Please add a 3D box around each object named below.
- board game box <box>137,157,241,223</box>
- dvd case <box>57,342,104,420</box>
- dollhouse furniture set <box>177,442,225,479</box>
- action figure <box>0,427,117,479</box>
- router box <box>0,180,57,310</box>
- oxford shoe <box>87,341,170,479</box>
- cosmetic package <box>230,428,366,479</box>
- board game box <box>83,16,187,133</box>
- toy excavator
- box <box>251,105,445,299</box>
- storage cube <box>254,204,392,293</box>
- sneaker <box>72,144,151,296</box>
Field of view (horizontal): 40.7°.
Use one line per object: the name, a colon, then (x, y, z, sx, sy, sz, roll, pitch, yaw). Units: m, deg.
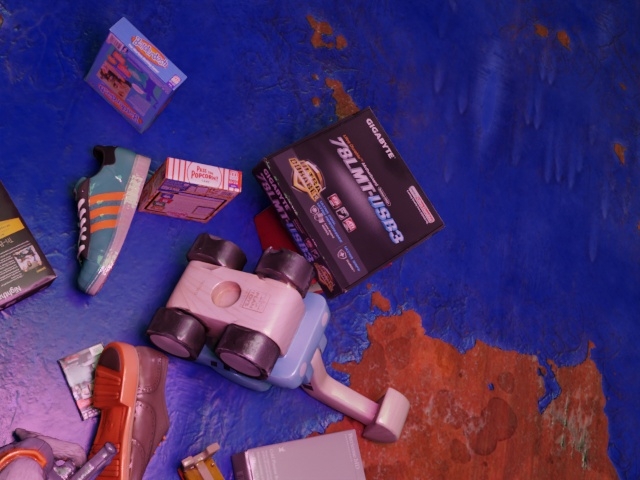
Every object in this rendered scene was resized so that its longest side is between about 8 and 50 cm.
board game box: (-0.255, -0.092, 1.661, 0.146, 0.193, 0.045, 10, 69, -26)
dvd case: (-0.414, 0.255, 1.568, 0.087, 0.013, 0.119, -22, 86, -32)
dollhouse furniture set: (-0.193, 0.582, 1.525, 0.201, 0.152, 0.374, -22, 68, -31)
action figure: (-0.492, 0.394, 1.293, 0.178, 0.330, 0.341, 49, 58, -8)
router box: (-0.651, 0.036, 1.475, 0.309, 0.081, 0.243, -30, 88, -32)
oxford shoe: (-0.325, 0.366, 1.517, 0.132, 0.130, 0.364, 14, 76, -43)
cosmetic package: (-0.040, 0.445, 1.653, 0.238, 0.107, 0.127, -7, 74, -26)
board game box: (-0.361, -0.313, 1.668, 0.160, 0.210, 0.047, 44, 58, -10)
toy excavator: (-0.057, 0.219, 1.666, 0.433, 0.445, 0.222, 13, 62, 21)
box: (0.059, -0.080, 1.684, 0.293, 0.073, 0.295, -30, 88, -32)
storage cube: (0.000, 0.000, 1.772, 0.215, 0.183, 0.193, -11, 79, -30)
sneaker: (-0.418, -0.043, 1.619, 0.121, 0.108, 0.302, 20, 61, -14)
